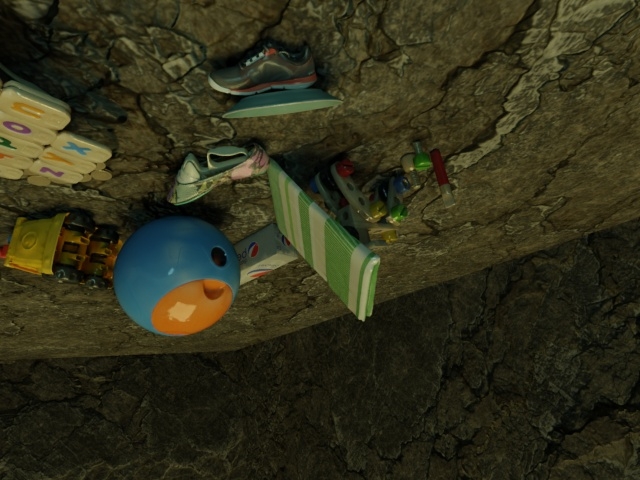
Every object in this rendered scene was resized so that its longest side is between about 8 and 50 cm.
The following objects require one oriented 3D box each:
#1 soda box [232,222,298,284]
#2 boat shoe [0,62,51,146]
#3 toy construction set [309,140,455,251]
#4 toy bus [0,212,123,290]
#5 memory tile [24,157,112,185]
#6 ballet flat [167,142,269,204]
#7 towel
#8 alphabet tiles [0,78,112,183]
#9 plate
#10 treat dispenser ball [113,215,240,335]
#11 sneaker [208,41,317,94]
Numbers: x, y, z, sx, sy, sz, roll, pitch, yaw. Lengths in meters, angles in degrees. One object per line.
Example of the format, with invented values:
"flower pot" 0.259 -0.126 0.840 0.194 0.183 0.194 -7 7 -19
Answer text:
"soda box" -0.202 0.051 1.254 0.286 0.098 0.091 -26 154 34
"boat shoe" -0.443 -0.196 0.531 0.081 0.068 0.228 -17 158 18
"toy construction set" 0.145 -0.056 0.941 0.309 0.237 0.257 -19 158 20
"toy bus" -0.608 0.031 0.967 0.211 0.149 0.220 0 163 9
"memory tile" -0.468 -0.137 0.755 0.148 0.012 0.113 -6 159 -10
"ballet flat" -0.210 -0.139 0.806 0.221 0.077 0.079 -18 140 7
"towel" 0.000 0.000 0.878 0.038 0.325 0.248 -33 150 -19
"alphabet tiles" -0.440 -0.145 0.541 0.284 0.021 0.278 -13 159 42
"plate" -0.059 -0.211 0.640 0.188 0.024 0.188 -7 -167 2
"treat dispenser ball" -0.338 0.083 1.002 0.288 0.288 0.288 -9 159 -3
"sneaker" -0.084 -0.253 0.599 0.158 0.061 0.065 -10 135 -9
